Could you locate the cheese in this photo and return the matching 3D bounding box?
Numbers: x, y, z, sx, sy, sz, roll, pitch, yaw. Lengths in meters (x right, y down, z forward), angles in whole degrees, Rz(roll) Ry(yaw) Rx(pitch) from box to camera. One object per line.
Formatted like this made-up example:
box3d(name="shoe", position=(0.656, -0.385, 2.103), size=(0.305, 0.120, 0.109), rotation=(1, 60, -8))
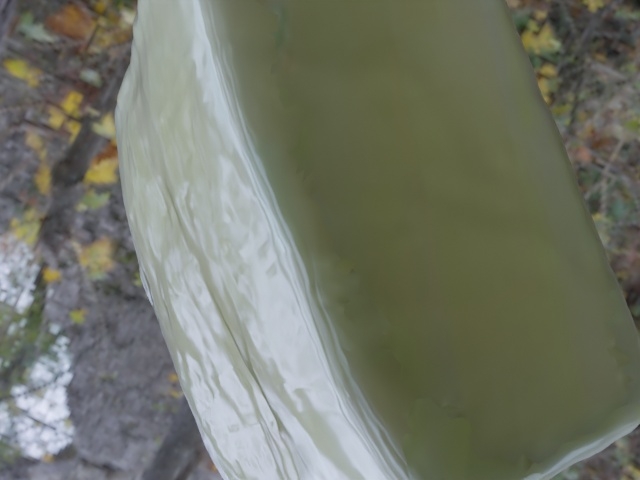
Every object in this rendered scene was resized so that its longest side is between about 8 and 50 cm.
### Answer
box3d(name="cheese", position=(0.000, 0.000, 0.524), size=(0.242, 0.124, 0.265), rotation=(66, 161, 7))
